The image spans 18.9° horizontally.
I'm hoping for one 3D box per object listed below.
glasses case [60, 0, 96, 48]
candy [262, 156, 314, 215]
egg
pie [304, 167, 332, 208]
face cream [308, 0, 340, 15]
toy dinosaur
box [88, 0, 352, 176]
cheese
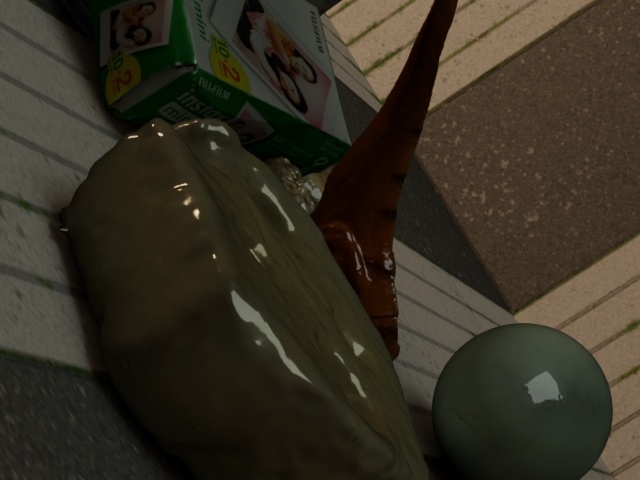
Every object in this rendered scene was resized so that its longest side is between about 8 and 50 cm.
[{"bbox_3d":[-0.165,-0.183,1.699,0.266,0.056,0.105,53,9,-21],"label":"glasses case"},{"bbox_3d":[-0.045,-0.014,1.622,0.085,0.095,0.110,47,8,-29],"label":"candy"},{"bbox_3d":[0.206,0.177,1.986,0.183,0.183,0.264,59,15,13],"label":"egg"},{"bbox_3d":[0.009,-0.030,2.080,0.218,0.052,0.185,48,11,-51],"label":"pie"},{"bbox_3d":[-0.105,-0.290,1.855,0.249,0.225,0.249,56,9,-13],"label":"face cream"},{"bbox_3d":[0.000,0.000,1.481,0.097,0.208,0.432,-10,104,-53],"label":"toy dinosaur"},{"bbox_3d":[-0.088,-0.156,1.653,0.250,0.103,0.180,26,44,-52],"label":"box"},{"bbox_3d":[-0.051,0.059,1.281,0.318,0.115,0.326,59,9,10],"label":"cheese"}]
